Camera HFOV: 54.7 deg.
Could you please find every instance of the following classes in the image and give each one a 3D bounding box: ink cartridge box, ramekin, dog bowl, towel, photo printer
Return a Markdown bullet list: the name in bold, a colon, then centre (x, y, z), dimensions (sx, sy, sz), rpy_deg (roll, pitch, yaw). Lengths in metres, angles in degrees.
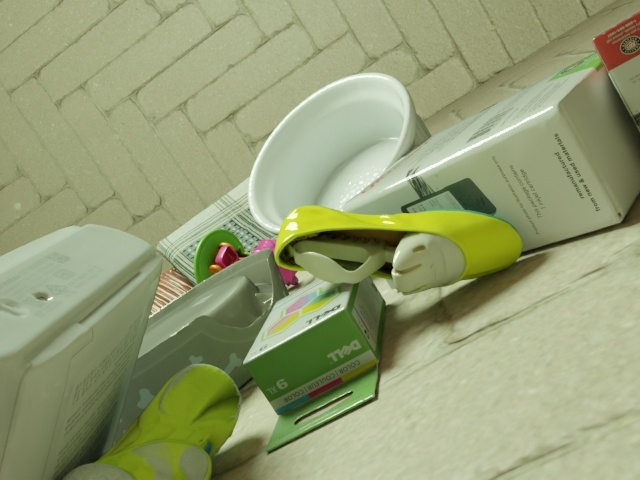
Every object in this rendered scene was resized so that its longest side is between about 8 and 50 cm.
- **ink cartridge box**: centre (0.185, -0.071, 0.640), dimensions (0.198, 0.115, 0.273), rpy_deg (-39, 10, -39)
- **ramekin**: centre (0.041, -0.094, 0.902), dimensions (0.277, 0.135, 0.277), rpy_deg (-25, 45, 27)
- **ink cartridge box**: centre (0.299, -0.132, 0.499), dimensions (0.099, 0.135, 0.056), rpy_deg (-27, 7, 33)
- **dog bowl**: centre (-0.182, 0.147, 0.823), dimensions (0.349, 0.102, 0.349), rpy_deg (-32, 8, 5)
- **ink cartridge box**: centre (-0.003, 0.094, 0.578), dimensions (0.109, 0.062, 0.209), rpy_deg (-30, 9, 15)
- **towel**: centre (-0.148, -0.016, 1.297), dimensions (0.324, 0.056, 0.312), rpy_deg (-35, 40, -21)
- **photo printer**: centre (-0.239, 0.161, 0.493), dimensions (0.256, 0.107, 0.307), rpy_deg (-70, 0, -73)

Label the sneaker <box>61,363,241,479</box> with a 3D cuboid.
- **sneaker**: centre (-0.151, 0.206, 0.489), dimensions (0.126, 0.091, 0.240), rpy_deg (-50, -3, 37)

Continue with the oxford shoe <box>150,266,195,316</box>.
- **oxford shoe**: centre (-0.273, 0.119, 1.386), dimensions (0.397, 0.140, 0.146), rpy_deg (-46, -28, -23)

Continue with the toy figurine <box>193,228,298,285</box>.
- **toy figurine**: centre (-0.100, 0.054, 1.052), dimensions (0.159, 0.173, 0.130), rpy_deg (-3, 53, 35)

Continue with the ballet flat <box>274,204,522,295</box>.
- **ballet flat**: centre (0.061, 0.014, 0.566), dimensions (0.231, 0.077, 0.077), rpy_deg (6, 36, 24)

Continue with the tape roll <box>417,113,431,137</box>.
- **tape roll**: centre (0.104, -0.195, 1.597), dimensions (0.392, 0.072, 0.392), rpy_deg (-32, 8, 5)
